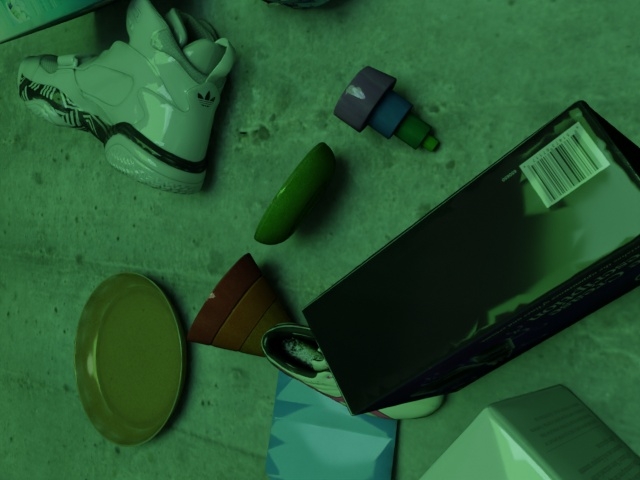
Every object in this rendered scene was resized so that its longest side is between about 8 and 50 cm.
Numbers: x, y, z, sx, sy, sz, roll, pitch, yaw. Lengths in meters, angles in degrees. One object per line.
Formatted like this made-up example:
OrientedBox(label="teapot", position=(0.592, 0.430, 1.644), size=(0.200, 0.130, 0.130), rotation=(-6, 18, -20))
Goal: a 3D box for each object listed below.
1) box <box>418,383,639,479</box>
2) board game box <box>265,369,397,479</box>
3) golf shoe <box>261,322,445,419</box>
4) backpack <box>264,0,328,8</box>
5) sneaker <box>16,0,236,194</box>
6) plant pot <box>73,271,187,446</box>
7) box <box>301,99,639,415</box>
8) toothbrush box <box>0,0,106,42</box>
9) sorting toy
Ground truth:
OrientedBox(label="box", position=(0.204, 0.306, 0.470), size=(0.345, 0.168, 0.215), rotation=(48, 114, 31))
OrientedBox(label="board game box", position=(0.016, 0.195, 0.703), size=(0.133, 0.033, 0.168), rotation=(4, 80, 17))
OrientedBox(label="golf shoe", position=(0.027, 0.130, 0.651), size=(0.186, 0.086, 0.067), rotation=(14, 82, 17))
OrientedBox(label="backpack", position=(-0.023, -0.330, 0.731), size=(0.173, 0.117, 0.158), rotation=(31, 105, 35))
OrientedBox(label="sneaker", position=(-0.259, -0.225, 0.896), size=(0.366, 0.137, 0.210), rotation=(34, 105, 29))
OrientedBox(label="plant pot", position=(-0.260, 0.161, 0.923), size=(0.236, 0.032, 0.236), rotation=(-4, 84, 36))
OrientedBox(label="box", position=(0.146, 0.029, 0.529), size=(0.261, 0.184, 0.103), rotation=(-39, 66, 28))
OrientedBox(label="toothbrush box", position=(-0.321, -0.367, 0.884), size=(0.296, 0.216, 0.126), rotation=(-3, 119, 39))
OrientedBox(label="sorting toy", position=(0.000, 0.000, 0.716), size=(0.126, 0.127, 0.365), rotation=(36, 107, 3))
